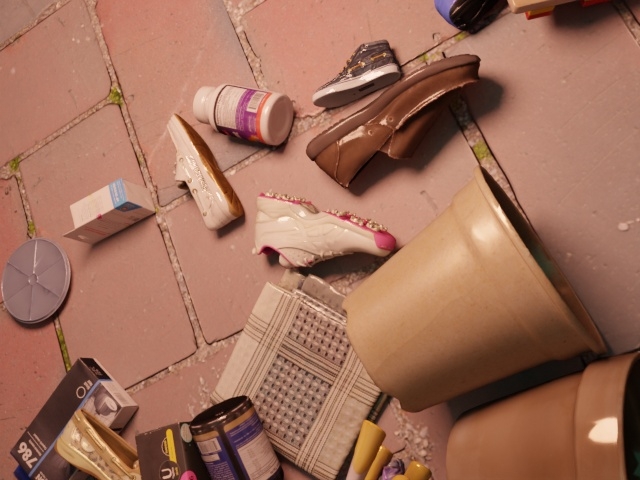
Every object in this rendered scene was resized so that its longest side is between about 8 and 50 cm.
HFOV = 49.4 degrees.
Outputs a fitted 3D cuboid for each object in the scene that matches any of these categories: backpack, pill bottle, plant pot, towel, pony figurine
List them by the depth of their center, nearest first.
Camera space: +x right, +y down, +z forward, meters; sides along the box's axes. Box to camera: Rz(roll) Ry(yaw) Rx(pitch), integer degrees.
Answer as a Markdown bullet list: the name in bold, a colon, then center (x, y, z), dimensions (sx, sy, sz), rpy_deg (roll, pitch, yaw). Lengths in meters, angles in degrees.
- **plant pot**: center (0.350, 0.340, 1.014), dimensions (0.280, 0.323, 0.323), rpy_deg (-15, 73, 36)
- **plant pot**: center (0.217, 0.105, 1.093), dimensions (0.305, 0.334, 0.333), rpy_deg (-36, 68, 18)
- **pony figurine**: center (0.034, 0.497, 1.103), dimensions (0.303, 0.351, 0.363), rpy_deg (27, 71, 21)
- **pill bottle**: center (-0.141, 0.404, 1.258), dimensions (0.123, 0.123, 0.219), rpy_deg (-22, 93, 17)
- **towel**: center (-0.024, 0.243, 1.304), dimensions (0.312, 0.056, 0.324), rpy_deg (29, 90, 25)
- **backpack**: center (0.274, -0.461, 1.305), dimensions (0.120, 0.098, 0.101), rpy_deg (-52, 44, 15)
- **pill bottle**: center (-0.163, -0.266, 1.439), dimensions (0.194, 0.108, 0.108), rpy_deg (16, 86, 25)

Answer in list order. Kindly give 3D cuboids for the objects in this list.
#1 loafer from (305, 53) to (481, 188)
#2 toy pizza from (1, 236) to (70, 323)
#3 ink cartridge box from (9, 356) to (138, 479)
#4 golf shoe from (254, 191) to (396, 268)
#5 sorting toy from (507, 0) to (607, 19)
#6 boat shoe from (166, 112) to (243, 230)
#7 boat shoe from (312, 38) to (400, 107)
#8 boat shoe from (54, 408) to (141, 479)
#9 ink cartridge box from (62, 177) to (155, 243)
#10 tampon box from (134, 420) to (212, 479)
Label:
- **loafer**: center (0.150, -0.218, 1.303), dimensions (0.366, 0.134, 0.130), rpy_deg (-30, 92, 25)
- **toy pizza**: center (-0.656, 0.092, 1.614), dimensions (0.201, 0.032, 0.201), rpy_deg (-5, 77, 21)
- **ink cartridge box**: center (-0.544, 0.428, 1.481), dimensions (0.165, 0.065, 0.332), rpy_deg (37, 96, 24)
- **golf shoe**: center (0.000, 0.000, 1.325), dimensions (0.306, 0.115, 0.140), rpy_deg (17, 95, 33)
- **sorting toy**: center (0.426, -0.524, 1.227), dimensions (0.257, 0.089, 0.255), rpy_deg (-13, 75, 2)
- **boat shoe**: center (-0.268, -0.144, 1.463), dimensions (0.096, 0.098, 0.277), rpy_deg (-35, 69, 12)
- **boat shoe**: center (0.064, -0.331, 1.385), dimensions (0.183, 0.065, 0.083), rpy_deg (-19, 71, 11)
- **boat shoe**: center (-0.383, 0.436, 1.363), dimensions (0.285, 0.104, 0.089), rpy_deg (28, 86, 4)
- **ink cartridge box**: center (-0.470, -0.061, 1.527), dimensions (0.181, 0.104, 0.061), rpy_deg (-25, 70, 16)
- **tampon box**: center (-0.252, 0.407, 1.308), dimensions (0.101, 0.161, 0.120), rpy_deg (-20, 73, 18)
